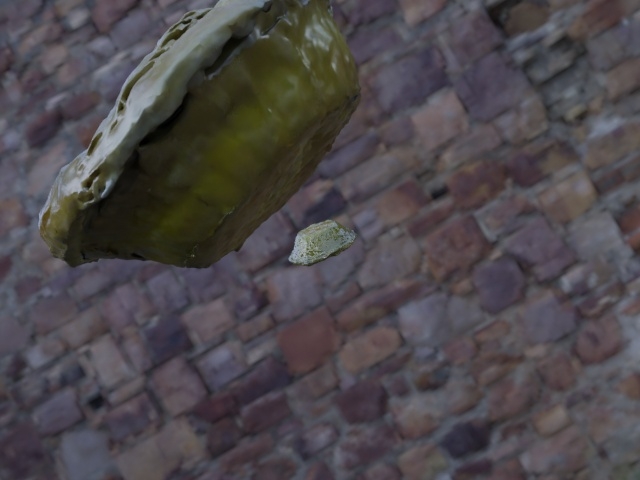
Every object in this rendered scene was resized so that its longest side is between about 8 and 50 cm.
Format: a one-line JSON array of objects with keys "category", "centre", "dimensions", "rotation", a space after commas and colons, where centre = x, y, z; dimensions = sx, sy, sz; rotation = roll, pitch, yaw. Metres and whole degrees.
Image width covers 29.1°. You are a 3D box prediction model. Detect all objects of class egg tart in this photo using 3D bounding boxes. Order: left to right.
[{"category": "egg tart", "centre": [-0.089, -0.103, 1.127], "dimensions": [0.388, 0.169, 0.388], "rotation": [-49, -1, -2]}, {"category": "egg tart", "centre": [0.000, 0.000, 1.735], "dimensions": [0.105, 0.039, 0.105], "rotation": [-20, 15, 6]}]
